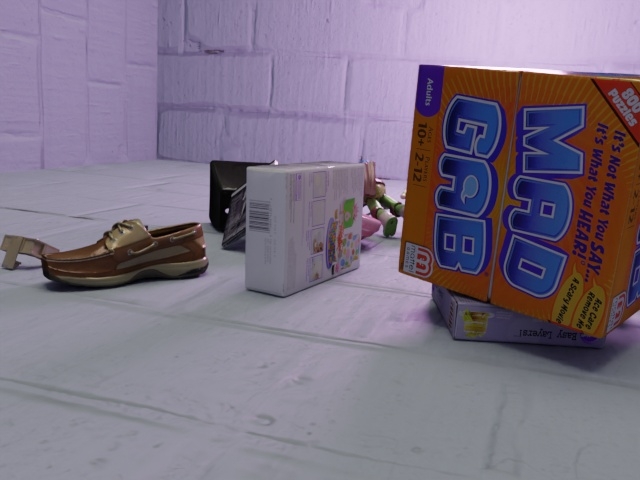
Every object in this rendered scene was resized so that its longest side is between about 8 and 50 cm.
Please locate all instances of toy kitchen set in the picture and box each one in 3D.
[{"bbox_3d":[-0.601,0.034,1.324,0.083,0.068,0.075,7,-16,21],"label":"toy kitchen set"}]

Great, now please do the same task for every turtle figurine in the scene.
[{"bbox_3d":[0.155,-0.082,1.980,0.198,0.274,0.266,24,13,-48],"label":"turtle figurine"}]

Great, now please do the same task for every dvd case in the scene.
[{"bbox_3d":[-0.176,-0.094,1.633,0.018,0.165,0.221,40,31,-29],"label":"dvd case"}]

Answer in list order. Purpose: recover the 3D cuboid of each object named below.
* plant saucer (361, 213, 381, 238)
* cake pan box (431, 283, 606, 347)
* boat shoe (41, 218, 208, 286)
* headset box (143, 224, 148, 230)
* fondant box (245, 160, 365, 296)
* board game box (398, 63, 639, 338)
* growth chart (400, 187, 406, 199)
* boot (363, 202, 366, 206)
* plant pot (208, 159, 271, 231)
[{"bbox_3d":[-0.004,-0.071,1.736,0.332,0.084,0.332,20,6,-2],"label":"plant saucer"},{"bbox_3d":[0.333,0.109,1.141,0.246,0.070,0.267,5,11,-1],"label":"cake pan box"},{"bbox_3d":[-0.374,0.015,1.266,0.324,0.119,0.123,-5,14,-39],"label":"boat shoe"},{"bbox_3d":[-0.470,-0.018,1.634,0.062,0.032,0.083,1,10,-10],"label":"headset box"},{"bbox_3d":[-0.023,-0.038,1.337,0.096,0.238,0.330,8,12,30],"label":"fondant box"},{"bbox_3d":[0.391,-0.101,1.085,0.356,0.356,0.357,18,22,40],"label":"board game box"},{"bbox_3d":[0.325,-0.073,1.888,0.237,0.021,0.172,39,18,-4],"label":"growth chart"},{"bbox_3d":[0.027,-0.175,2.081,0.338,0.118,0.222,-14,-22,-5],"label":"boot"},{"bbox_3d":[-0.224,-0.112,1.853,0.188,0.187,0.167,1,24,-10],"label":"plant pot"}]
